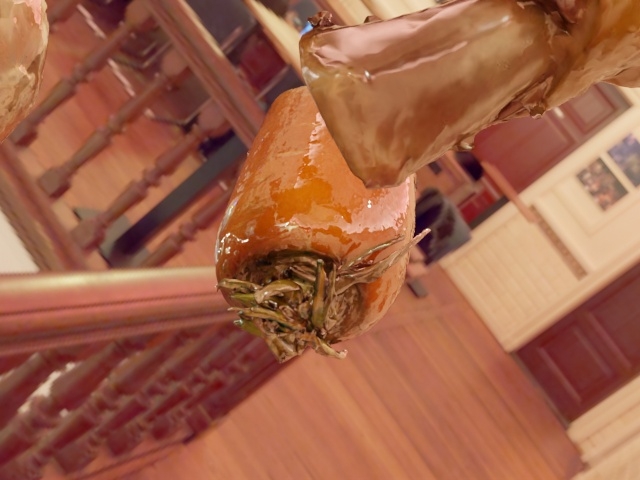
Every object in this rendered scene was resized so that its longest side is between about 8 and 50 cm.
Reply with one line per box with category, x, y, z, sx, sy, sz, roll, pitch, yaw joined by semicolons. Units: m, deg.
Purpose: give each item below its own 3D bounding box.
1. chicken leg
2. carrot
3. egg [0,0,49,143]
chicken leg;0.193;-0.120;0.366;0.295;0.409;0.182;54;-14;45
carrot;0.000;0.000;0.991;0.214;0.193;0.331;13;44;8
egg;-0.305;-0.148;0.737;0.194;0.233;0.195;12;-3;1
